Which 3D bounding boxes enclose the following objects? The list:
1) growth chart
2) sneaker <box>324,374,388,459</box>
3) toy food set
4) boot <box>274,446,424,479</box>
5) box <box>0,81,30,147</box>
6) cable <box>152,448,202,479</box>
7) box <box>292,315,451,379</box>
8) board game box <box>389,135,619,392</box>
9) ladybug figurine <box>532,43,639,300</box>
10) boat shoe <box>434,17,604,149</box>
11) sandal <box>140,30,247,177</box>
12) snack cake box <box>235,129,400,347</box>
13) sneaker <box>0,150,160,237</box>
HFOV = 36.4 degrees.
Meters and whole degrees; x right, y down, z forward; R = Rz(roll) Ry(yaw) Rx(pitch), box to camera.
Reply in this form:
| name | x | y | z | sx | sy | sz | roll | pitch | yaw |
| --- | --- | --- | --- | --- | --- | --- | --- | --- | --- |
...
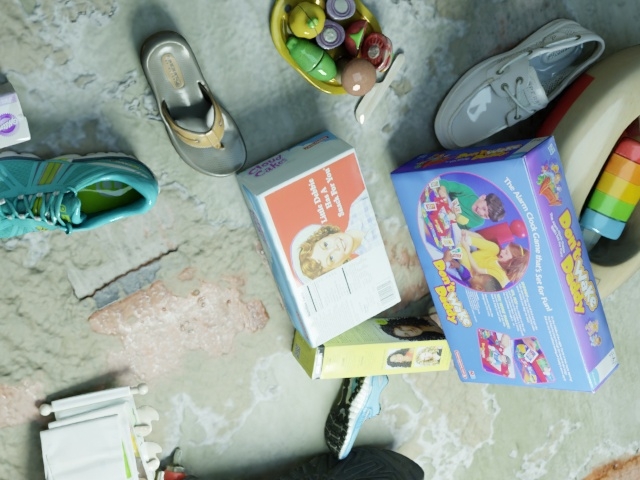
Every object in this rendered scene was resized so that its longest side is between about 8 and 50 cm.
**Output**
| name | x | y | z | sx | sy | sz | roll | pitch | yaw |
| --- | --- | --- | --- | --- | --- | --- | --- | --- | --- |
| growth chart | -0.306 | 0.320 | 1.352 | 0.172 | 0.021 | 0.237 | -2 | 93 | -10 |
| sneaker | 0.063 | 0.273 | 1.526 | 0.073 | 0.063 | 0.162 | 16 | 103 | -32 |
| toy food set | 0.035 | -0.255 | 1.295 | 0.218 | 0.071 | 0.128 | 38 | 92 | -31 |
| boot | -0.014 | 0.577 | 1.562 | 0.367 | 0.146 | 0.445 | -11 | 117 | -29 |
| box | -0.504 | -0.106 | 1.118 | 0.324 | 0.067 | 0.063 | -19 | 118 | -17 |
| cable | -0.251 | 0.443 | 1.428 | 0.139 | 0.072 | 0.287 | 8 | 96 | -39 |
| box | 0.080 | 0.160 | 1.475 | 0.232 | 0.087 | 0.058 | -2 | 112 | -25 |
| board game box | 0.258 | 0.040 | 1.375 | 0.078 | 0.233 | 0.347 | -33 | 110 | -39 |
| ladybug figurine | 0.417 | -0.097 | 1.465 | 0.305 | 0.162 | 0.449 | 19 | 104 | -38 |
| boat shoe | 0.289 | -0.224 | 1.406 | 0.277 | 0.096 | 0.098 | -39 | 120 | -6 |
| sandal | -0.158 | -0.166 | 1.248 | 0.090 | 0.060 | 0.219 | -29 | 125 | -11 |
| snack cake box | 0.000 | 0.000 | 1.365 | 0.152 | 0.089 | 0.264 | -26 | 121 | -13 |
| sneaker | -0.333 | -0.053 | 1.190 | 0.275 | 0.110 | 0.107 | -12 | 115 | -19 |
